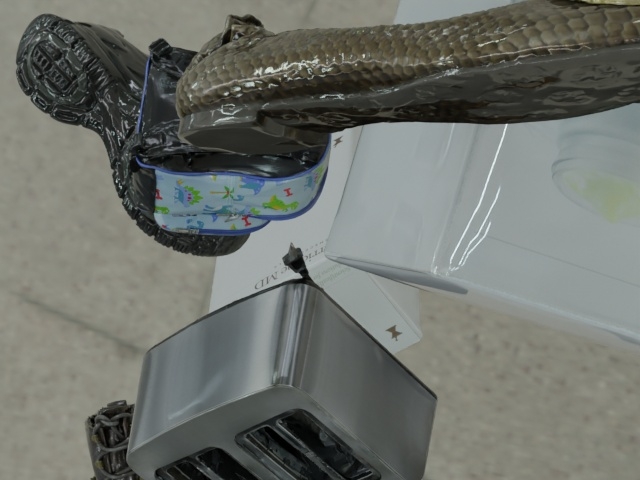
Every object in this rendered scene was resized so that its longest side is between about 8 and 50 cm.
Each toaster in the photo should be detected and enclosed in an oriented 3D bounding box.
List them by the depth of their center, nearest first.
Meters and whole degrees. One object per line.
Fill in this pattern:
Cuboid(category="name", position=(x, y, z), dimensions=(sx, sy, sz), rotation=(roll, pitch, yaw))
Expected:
Cuboid(category="toaster", position=(-0.031, 0.122, 1.227), dimensions=(0.168, 0.185, 0.110), rotation=(-27, 36, 29))

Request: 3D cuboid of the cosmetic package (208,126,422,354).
Cuboid(category="cosmetic package", position=(0.000, 0.000, 1.988), dimensions=(0.197, 0.155, 0.365), rotation=(-29, 27, 19))

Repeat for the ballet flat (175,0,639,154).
Cuboid(category="ballet flat", position=(0.042, -0.077, 0.701), dimensions=(0.249, 0.084, 0.058), rotation=(-6, 76, 37))

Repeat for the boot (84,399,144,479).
Cuboid(category="boot", position=(-0.165, 0.255, 1.462), dimensions=(0.263, 0.091, 0.229), rotation=(-149, 51, -80))

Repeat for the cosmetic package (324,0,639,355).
Cuboid(category="cosmetic package", position=(0.152, -0.062, 0.880), dimensions=(0.138, 0.224, 0.225), rotation=(12, 86, 66))

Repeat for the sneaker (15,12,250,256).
Cuboid(category="sneaker", position=(-0.149, -0.106, 1.583), dimensions=(0.286, 0.130, 0.109), rotation=(50, 120, 14))

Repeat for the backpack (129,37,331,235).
Cuboid(category="backpack", position=(-0.051, -0.057, 1.029), dimensions=(0.114, 0.084, 0.105), rotation=(4, 54, 1))
